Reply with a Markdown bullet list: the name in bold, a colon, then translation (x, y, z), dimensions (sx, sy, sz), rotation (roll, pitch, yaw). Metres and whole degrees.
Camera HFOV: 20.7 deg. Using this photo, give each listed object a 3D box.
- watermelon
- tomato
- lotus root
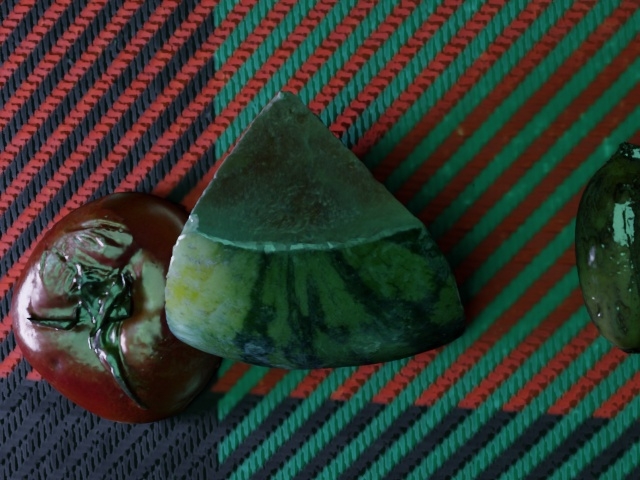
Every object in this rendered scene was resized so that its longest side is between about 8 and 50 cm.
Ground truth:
- **watermelon**: translation (0.000, 0.000, 1.532), dimensions (0.261, 0.213, 0.201), rotation (3, 64, 6)
- **tomato**: translation (-0.202, 0.064, 1.662), dimensions (0.228, 0.101, 0.228), rotation (1, 92, 21)
- **lotus root**: translation (0.257, 0.007, 1.463), dimensions (0.080, 0.089, 0.179), rotation (16, 108, 59)
